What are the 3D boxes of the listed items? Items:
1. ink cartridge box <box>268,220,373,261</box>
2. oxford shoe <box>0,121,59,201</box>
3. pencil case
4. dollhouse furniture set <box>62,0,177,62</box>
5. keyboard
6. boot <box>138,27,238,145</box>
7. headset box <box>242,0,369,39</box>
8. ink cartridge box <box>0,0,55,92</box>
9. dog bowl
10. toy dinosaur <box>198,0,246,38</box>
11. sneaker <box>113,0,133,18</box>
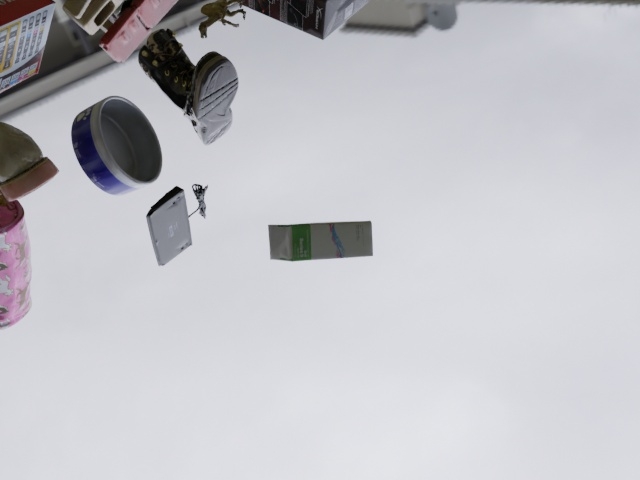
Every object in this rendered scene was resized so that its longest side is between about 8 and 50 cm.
[{"bbox_3d":[0.000,0.000,1.911,0.212,0.093,0.154,-5,-178,-24],"label":"ink cartridge box"},{"bbox_3d":[-0.626,-0.169,1.564,0.140,0.147,0.397,-41,-156,-28],"label":"oxford shoe"},{"bbox_3d":[-0.781,0.054,1.898,0.167,0.386,0.160,29,-133,12],"label":"pencil case"},{"bbox_3d":[-0.344,-0.405,1.122,0.152,0.201,0.374,-50,-179,-2],"label":"dollhouse furniture set"},{"bbox_3d":[-0.388,-0.057,2.207,0.201,0.317,0.033,-39,-108,-22],"label":"keyboard"},{"bbox_3d":[-0.350,-0.436,2.087,0.138,0.377,0.284,-39,-100,-15],"label":"boot"},{"bbox_3d":[-0.055,-0.610,1.868,0.293,0.110,0.218,28,-128,19],"label":"headset box"},{"bbox_3d":[-0.727,-0.452,1.732,0.130,0.272,0.309,31,-143,0],"label":"ink cartridge box"},{"bbox_3d":[-0.565,-0.263,2.236,0.104,0.265,0.265,-20,-149,23],"label":"dog bowl"},{"bbox_3d":[-0.211,-0.504,1.734,0.092,0.053,0.183,8,-134,9],"label":"toy dinosaur"},{"bbox_3d":[-0.433,-0.632,2.051,0.262,0.099,0.121,-27,-115,-16],"label":"sneaker"}]
